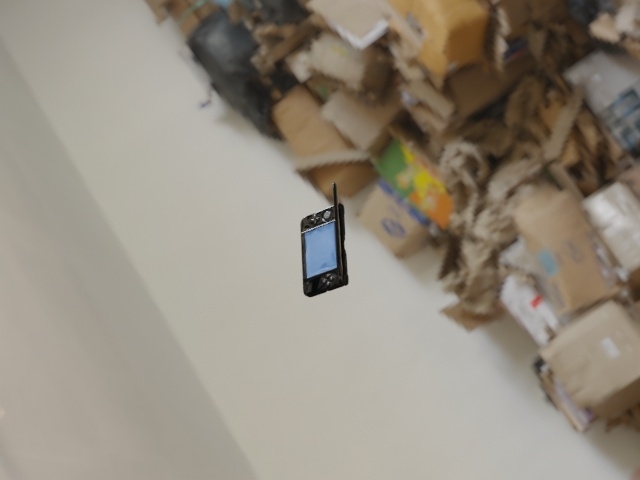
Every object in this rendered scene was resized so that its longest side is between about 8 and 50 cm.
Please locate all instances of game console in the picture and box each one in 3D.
[{"bbox_3d":[0.000,0.000,1.725,0.071,0.107,0.122,28,-129,-46],"label":"game console"}]
